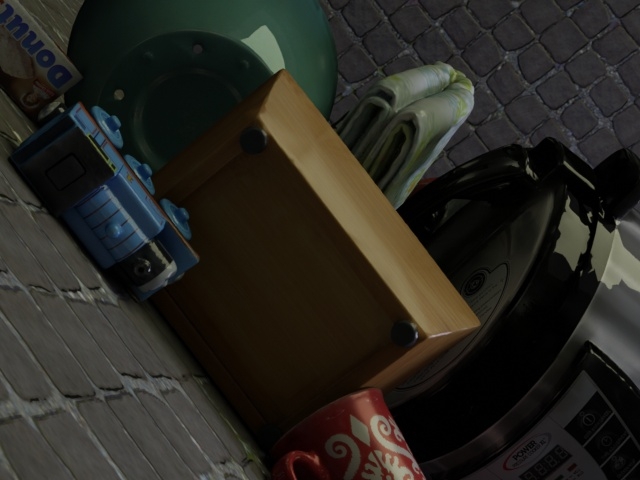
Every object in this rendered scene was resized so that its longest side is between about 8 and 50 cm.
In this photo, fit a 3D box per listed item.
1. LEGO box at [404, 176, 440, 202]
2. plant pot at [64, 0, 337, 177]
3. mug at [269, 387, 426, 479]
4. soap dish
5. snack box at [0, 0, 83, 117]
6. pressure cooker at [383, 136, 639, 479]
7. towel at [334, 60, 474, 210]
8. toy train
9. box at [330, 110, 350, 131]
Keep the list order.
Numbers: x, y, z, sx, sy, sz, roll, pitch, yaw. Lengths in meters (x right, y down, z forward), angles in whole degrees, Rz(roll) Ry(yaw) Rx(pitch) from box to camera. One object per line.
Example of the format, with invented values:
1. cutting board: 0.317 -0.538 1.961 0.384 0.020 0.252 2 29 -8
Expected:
1. LEGO box: 0.260 0.153 1.988 0.372 0.193 0.500 -11 94 -73
2. plant pot: -0.123 -0.145 1.529 0.293 0.293 0.235 52 9 -15
3. mug: 0.031 0.233 1.304 0.169 0.150 0.113 58 -33 18
4. soap dish: -0.036 0.031 1.363 0.291 0.229 0.118 52 19 -1
5. snack box: -0.294 -0.192 1.384 0.178 0.064 0.022 51 1 -39
6. pressure cooker: 0.210 0.116 1.560 0.420 0.370 0.375 39 -24 -18
7. towel: 0.032 -0.038 1.622 0.090 0.320 0.374 40 16 4
8. toy train: -0.174 -0.032 1.255 0.184 0.080 0.105 54 11 -13
9. box: 0.000 0.000 1.947 0.079 0.257 0.322 54 2 27
